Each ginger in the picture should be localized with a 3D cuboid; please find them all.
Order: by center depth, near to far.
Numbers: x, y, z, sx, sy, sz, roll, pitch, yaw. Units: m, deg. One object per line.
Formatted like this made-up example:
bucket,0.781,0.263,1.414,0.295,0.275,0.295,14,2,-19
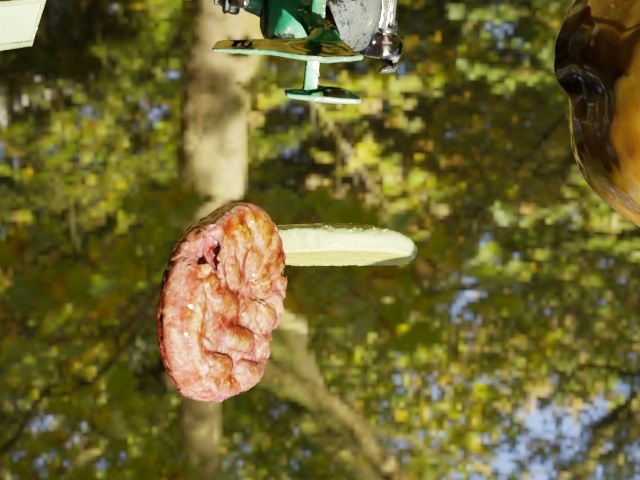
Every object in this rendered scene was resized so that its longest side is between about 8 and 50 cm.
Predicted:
ginger,0.208,-0.097,0.767,0.165,0.172,0.321,26,-146,2

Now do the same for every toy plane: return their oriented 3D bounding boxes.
toy plane,-0.009,-0.177,1.117,0.155,0.106,0.381,3,-160,-6

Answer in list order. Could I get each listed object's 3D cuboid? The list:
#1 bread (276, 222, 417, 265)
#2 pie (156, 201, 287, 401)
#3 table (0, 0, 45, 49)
bread,0.005,0.000,1.301,0.193,0.036,0.112,0,173,-18
pie,-0.069,0.045,1.069,0.036,0.154,0.154,6,-160,28
table,-0.296,-0.194,0.983,0.121,0.111,0.240,30,-157,17
